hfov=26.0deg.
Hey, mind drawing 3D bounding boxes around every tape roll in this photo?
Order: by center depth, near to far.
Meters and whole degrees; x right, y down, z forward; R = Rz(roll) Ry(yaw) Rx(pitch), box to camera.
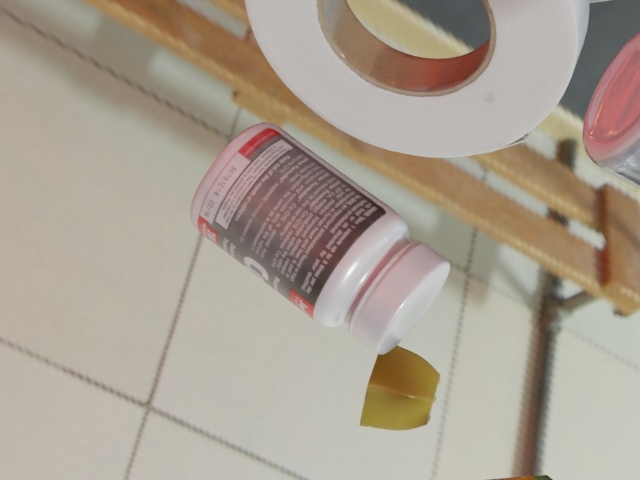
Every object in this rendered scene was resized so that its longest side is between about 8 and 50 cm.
[{"bbox_3d":[0.104,-0.260,1.544,0.392,0.392,0.072,39,47,-15],"label":"tape roll"}]

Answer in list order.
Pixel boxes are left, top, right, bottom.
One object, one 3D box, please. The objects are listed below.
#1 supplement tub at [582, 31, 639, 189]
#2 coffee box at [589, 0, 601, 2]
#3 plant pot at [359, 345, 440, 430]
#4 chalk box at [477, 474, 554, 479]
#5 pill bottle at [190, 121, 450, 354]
[{"bbox_3d":[0.297,-0.068,1.002,0.190,0.117,0.117,25,55,-16],"label":"supplement tub"},{"bbox_3d":[0.342,-0.370,1.684,0.297,0.168,0.119,-47,129,-63],"label":"coffee box"},{"bbox_3d":[0.102,0.186,1.710,0.083,0.081,0.081,14,43,6],"label":"plant pot"},{"bbox_3d":[0.248,0.369,1.565,0.132,0.213,0.132,0,105,-22],"label":"chalk box"},{"bbox_3d":[0.000,0.000,1.643,0.283,0.161,0.161,37,47,16],"label":"pill bottle"}]
